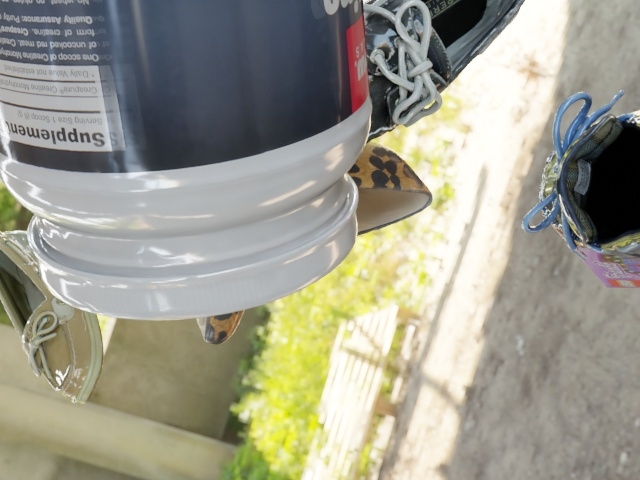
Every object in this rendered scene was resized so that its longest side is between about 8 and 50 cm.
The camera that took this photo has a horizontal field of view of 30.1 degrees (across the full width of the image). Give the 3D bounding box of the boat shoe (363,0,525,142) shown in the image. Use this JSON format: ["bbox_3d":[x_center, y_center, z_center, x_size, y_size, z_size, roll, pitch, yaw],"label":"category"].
[{"bbox_3d":[0.058,-0.142,0.939,0.306,0.113,0.105,-37,26,-30],"label":"boat shoe"}]

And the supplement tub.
[{"bbox_3d":[-0.074,-0.120,0.568,0.191,0.191,0.272,-94,-2,-65],"label":"supplement tub"}]

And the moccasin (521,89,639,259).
[{"bbox_3d":[0.227,-0.054,0.867,0.342,0.117,0.137,174,101,-77],"label":"moccasin"}]

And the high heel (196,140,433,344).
[{"bbox_3d":[0.000,0.000,0.960,0.261,0.186,0.093,-81,8,-47],"label":"high heel"}]

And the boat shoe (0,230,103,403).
[{"bbox_3d":[-0.181,0.046,0.762,0.056,0.048,0.153,-59,42,28],"label":"boat shoe"}]

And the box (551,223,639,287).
[{"bbox_3d":[0.359,-0.010,1.189,0.293,0.201,0.057,31,-119,-62],"label":"box"}]
